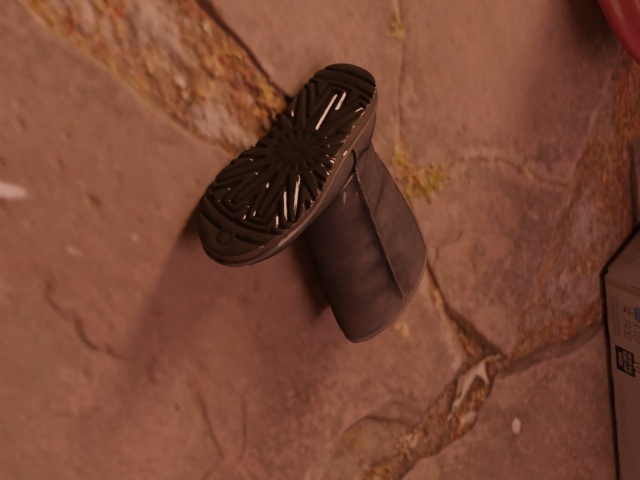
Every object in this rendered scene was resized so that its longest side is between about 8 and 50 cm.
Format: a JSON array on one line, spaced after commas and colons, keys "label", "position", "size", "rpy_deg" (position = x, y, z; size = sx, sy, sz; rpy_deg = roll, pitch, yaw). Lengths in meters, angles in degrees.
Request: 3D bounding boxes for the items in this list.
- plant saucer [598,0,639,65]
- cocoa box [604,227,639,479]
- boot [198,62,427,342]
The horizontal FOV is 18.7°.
[{"label": "plant saucer", "position": [0.380, -0.256, 1.554], "size": [0.332, 0.084, 0.332], "rpy_deg": [-4, 107, -12]}, {"label": "cocoa box", "position": [0.445, 0.116, 1.947], "size": [0.231, 0.228, 0.347], "rpy_deg": [-46, 144, -30]}, {"label": "boot", "position": [0.001, 0.002, 1.361], "size": [0.189, 0.076, 0.208], "rpy_deg": [-47, 151, -25]}]
